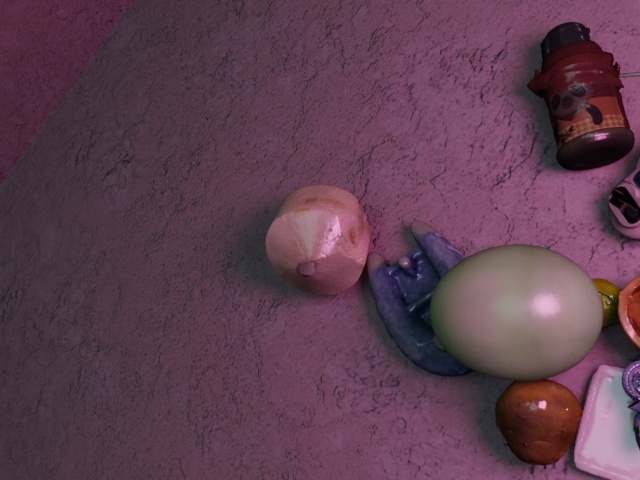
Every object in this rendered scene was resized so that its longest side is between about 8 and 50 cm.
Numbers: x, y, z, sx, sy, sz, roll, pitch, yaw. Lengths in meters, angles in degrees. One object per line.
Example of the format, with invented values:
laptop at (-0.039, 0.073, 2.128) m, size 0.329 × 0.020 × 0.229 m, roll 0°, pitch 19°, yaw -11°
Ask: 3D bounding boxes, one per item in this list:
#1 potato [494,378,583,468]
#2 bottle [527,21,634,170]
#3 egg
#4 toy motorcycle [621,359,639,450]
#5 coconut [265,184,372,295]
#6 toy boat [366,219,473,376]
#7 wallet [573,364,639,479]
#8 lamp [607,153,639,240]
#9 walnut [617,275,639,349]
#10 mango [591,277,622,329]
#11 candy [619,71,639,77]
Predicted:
potato at (0.362, 0.293, 1.007) m, size 0.137 × 0.175 × 0.137 m, roll -1°, pitch 40°, yaw 1°
bottle at (0.473, -0.271, 1.120) m, size 0.156 × 0.143 × 0.271 m, roll -8°, pitch 72°, yaw 5°
egg at (0.312, 0.116, 0.984) m, size 0.270 × 0.220 × 0.220 m, roll -1°, pitch 75°, yaw 37°
toy motorcycle at (0.568, 0.287, 0.904) m, size 0.255 × 0.092 × 0.135 m, roll 25°, pitch 89°, yaw 18°
coconut at (0.001, 0.003, 1.286) m, size 0.241 × 0.241 × 0.241 m, roll -11°, pitch 70°, yaw 31°
toy boat at (0.204, 0.113, 1.191) m, size 0.215 × 0.123 × 0.329 m, roll -34°, pitch 58°, yaw 19°
wallet at (0.495, 0.304, 0.993) m, size 0.124 × 0.032 × 0.182 m, roll 12°, pitch 81°, yaw 29°
lamp at (0.598, -0.092, 0.998) m, size 0.246 × 0.108 × 0.179 m, roll -47°, pitch 36°, yaw 34°
walnut at (0.575, 0.134, 0.953) m, size 0.211 × 0.087 × 0.167 m, roll 23°, pitch 76°, yaw 24°
mango at (0.451, 0.119, 1.057) m, size 0.165 × 0.074 × 0.091 m, roll -22°, pitch 71°, yaw 41°
candy at (0.635, -0.308, 1.091) m, size 0.185 × 0.049 × 0.055 m, roll 7°, pitch 50°, yaw 41°
